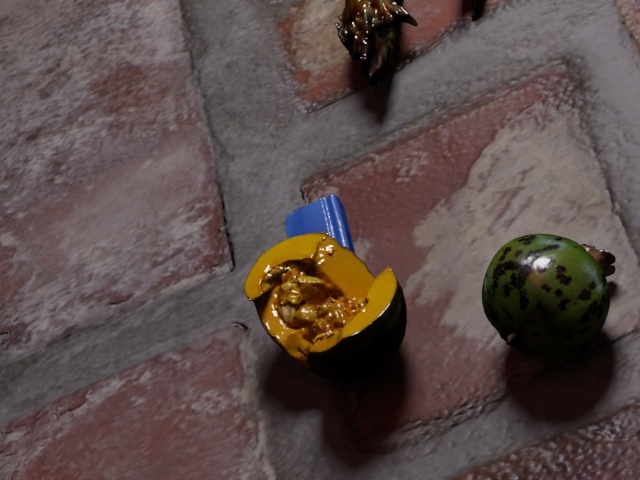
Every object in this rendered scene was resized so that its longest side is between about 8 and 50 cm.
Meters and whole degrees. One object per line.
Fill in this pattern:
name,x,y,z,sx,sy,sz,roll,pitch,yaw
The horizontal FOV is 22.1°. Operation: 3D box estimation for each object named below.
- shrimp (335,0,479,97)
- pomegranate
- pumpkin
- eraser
shrimp,0.107,-0.284,1.808,0.178,0.075,0.289,-15,41,18
pomegranate,0.218,0.042,1.500,0.122,0.122,0.161,22,43,38
pumpkin,0.016,0.074,1.592,0.119,0.107,0.183,-43,41,-11
eraser,0.000,0.000,1.702,0.063,0.027,0.084,-25,51,16
